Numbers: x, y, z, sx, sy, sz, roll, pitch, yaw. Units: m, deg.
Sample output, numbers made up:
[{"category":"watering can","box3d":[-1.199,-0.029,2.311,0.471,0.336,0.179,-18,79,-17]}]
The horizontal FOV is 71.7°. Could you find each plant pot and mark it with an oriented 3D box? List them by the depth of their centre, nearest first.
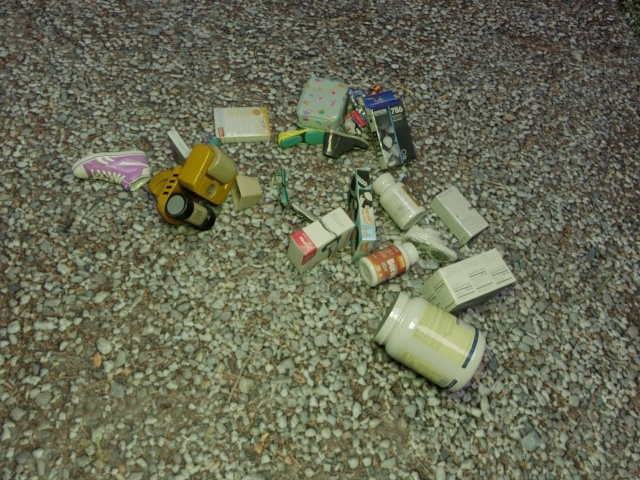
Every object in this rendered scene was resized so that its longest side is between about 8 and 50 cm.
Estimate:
[{"category":"plant pot","box3d":[-0.296,-0.195,1.787,0.096,0.109,0.109,-8,63,-26]}]

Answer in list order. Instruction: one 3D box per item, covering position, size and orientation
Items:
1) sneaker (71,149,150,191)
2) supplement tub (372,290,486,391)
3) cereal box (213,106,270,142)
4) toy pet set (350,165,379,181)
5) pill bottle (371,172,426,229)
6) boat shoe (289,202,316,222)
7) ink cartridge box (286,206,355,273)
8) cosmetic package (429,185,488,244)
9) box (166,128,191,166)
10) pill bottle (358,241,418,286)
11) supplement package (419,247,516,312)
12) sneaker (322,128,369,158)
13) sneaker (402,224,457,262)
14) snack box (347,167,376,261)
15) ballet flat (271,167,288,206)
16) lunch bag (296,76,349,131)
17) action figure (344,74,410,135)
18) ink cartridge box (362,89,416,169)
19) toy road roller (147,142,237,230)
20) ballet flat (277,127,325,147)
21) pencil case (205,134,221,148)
[{"category":"sneaker","box3d":[-0.815,-0.259,1.737,0.282,0.102,0.161,-15,69,-16]},{"category":"supplement tub","box3d":[0.370,0.341,1.531,0.324,0.235,0.235,30,62,7]},{"category":"cereal box","box3d":[-0.350,-0.517,1.976,0.240,0.047,0.173,-5,63,-11]},{"category":"toy pet set","box3d":[0.186,-0.259,1.933,0.122,0.065,0.114,25,26,1]},{"category":"pill bottle","box3d":[0.320,-0.167,1.852,0.131,0.131,0.229,-29,70,-22]},{"category":"boat shoe","box3d":[-0.073,-0.105,1.809,0.125,0.038,0.046,35,21,4]},{"category":"ink cartridge box","box3d":[0.000,0.000,1.687,0.237,0.172,0.100,-31,71,-23]},{"category":"cosmetic package","box3d":[0.589,-0.109,1.892,0.117,0.085,0.231,-29,72,-22]},{"category":"box","box3d":[-0.546,-0.328,1.766,0.038,0.186,0.145,-30,71,-22]},{"category":"pill bottle","box3d":[0.265,0.085,1.714,0.216,0.121,0.121,-22,68,-19]},{"category":"supplement package","box3d":[0.546,0.167,1.668,0.261,0.204,0.145,-17,67,-17]},{"category":"sneaker","box3d":[0.109,-0.413,1.991,0.222,0.083,0.118,11,92,-21]},{"category":"sneaker","box3d":[0.460,0.002,1.811,0.232,0.090,0.115,30,58,6]},{"category":"snack box","box3d":[0.158,-0.100,1.758,0.060,0.187,0.322,2,62,-8]},{"category":"ballet flat","box3d":[-0.171,-0.215,1.846,0.070,0.070,0.188,-1,61,-10]},{"category":"lunch bag","box3d":[0.008,-0.629,2.055,0.224,0.108,0.279,11,58,9]},{"category":"action figure","box3d":[0.254,-0.570,2.075,0.330,0.178,0.341,-34,100,-17]},{"category":"ink cartridge box","box3d":[0.308,-0.498,1.972,0.165,0.065,0.333,-21,99,-18]},{"category":"toy road roller","box3d":[-0.496,-0.217,1.676,0.240,0.202,0.330,27,87,23]},{"category":"ballet flat","box3d":[-0.082,-0.470,1.985,0.230,0.077,0.077,-12,48,-13]},{"category":"pencil case","box3d":[-0.472,-0.368,1.868,0.070,0.064,0.152,26,59,-17]}]
